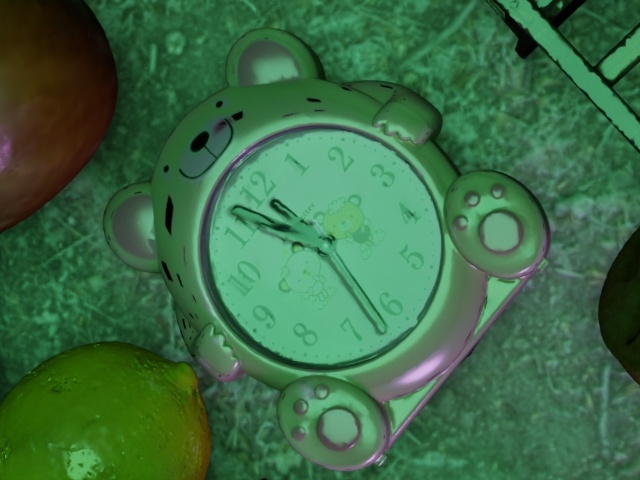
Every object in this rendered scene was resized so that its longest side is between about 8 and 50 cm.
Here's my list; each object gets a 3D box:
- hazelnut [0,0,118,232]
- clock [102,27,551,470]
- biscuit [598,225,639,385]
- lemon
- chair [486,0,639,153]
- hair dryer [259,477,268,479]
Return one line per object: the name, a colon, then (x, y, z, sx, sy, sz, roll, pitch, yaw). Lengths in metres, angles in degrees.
hazelnut: (-0.343, -0.129, 1.537, 0.372, 0.372, 0.315, 23, 121, 7)
clock: (0.000, 0.000, 1.602, 0.309, 0.114, 0.284, 40, 97, 7)
biscuit: (0.377, -0.006, 1.459, 0.367, 0.314, 0.063, -35, 116, 5)
lemon: (-0.182, 0.171, 1.593, 0.206, 0.173, 0.173, -41, 85, -17)
chair: (0.227, -0.214, 1.514, 0.203, 0.240, 0.416, -42, 89, 7)
hair dryer: (0.049, 0.249, 1.628, 0.248, 0.078, 0.196, -32, 86, -2)
